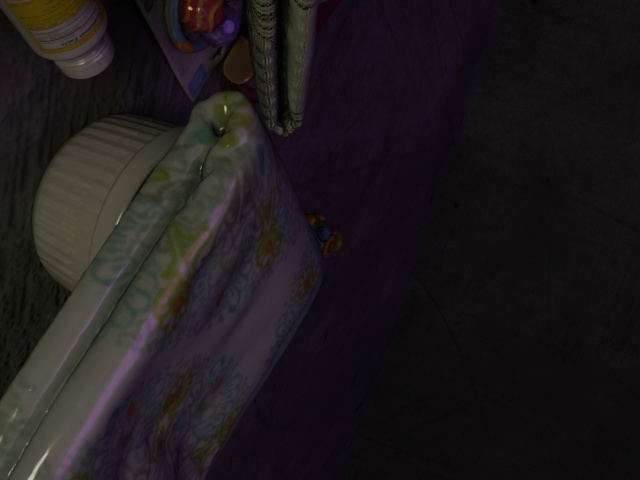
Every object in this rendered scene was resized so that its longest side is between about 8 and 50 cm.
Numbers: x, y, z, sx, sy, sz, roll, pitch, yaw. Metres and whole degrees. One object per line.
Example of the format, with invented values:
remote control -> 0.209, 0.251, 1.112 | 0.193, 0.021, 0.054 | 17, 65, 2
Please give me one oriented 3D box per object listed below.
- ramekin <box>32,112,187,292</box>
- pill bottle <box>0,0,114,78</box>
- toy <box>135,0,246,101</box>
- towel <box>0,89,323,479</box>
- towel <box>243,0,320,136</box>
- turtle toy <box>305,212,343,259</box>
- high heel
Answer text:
ramekin -> -0.177, -0.025, 0.627 | 0.207, 0.109, 0.207 | -56, 159, -34
pill bottle -> -0.196, -0.173, 0.468 | 0.065, 0.065, 0.116 | -61, 161, -20
toy -> -0.113, -0.248, 0.633 | 0.136, 0.056, 0.237 | -62, 161, -15
towel -> -0.121, 0.097, 0.612 | 0.374, 0.090, 0.320 | -62, 162, -18
towel -> -0.042, -0.287, 0.459 | 0.324, 0.056, 0.312 | 94, -13, -69
turtle toy -> 0.000, 0.000, 1.229 | 0.130, 0.066, 0.095 | -13, 124, -68
high heel -> -0.021, -0.267, 0.762 | 0.244, 0.082, 0.117 | -55, 176, 4
